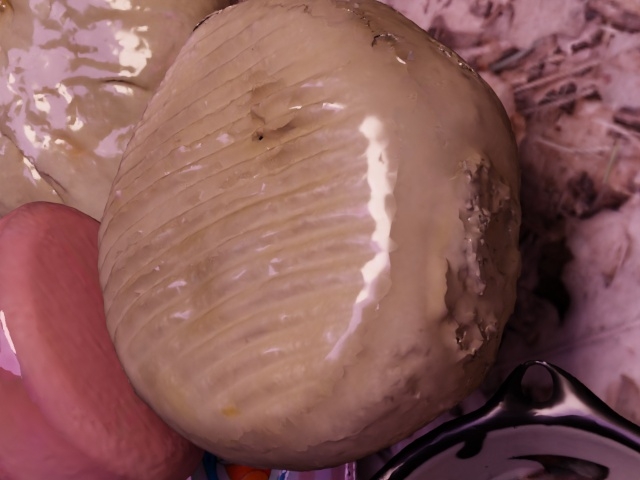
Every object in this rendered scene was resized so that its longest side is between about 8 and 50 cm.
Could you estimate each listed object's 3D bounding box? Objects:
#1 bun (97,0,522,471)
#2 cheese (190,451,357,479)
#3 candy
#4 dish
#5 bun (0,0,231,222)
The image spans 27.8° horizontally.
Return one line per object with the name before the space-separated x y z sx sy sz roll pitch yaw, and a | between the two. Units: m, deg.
bun | 0.000 0.000 0.907 0.326 0.234 0.362 -45 44 14
cheese | -0.032 0.215 1.030 0.189 0.074 0.286 -29 66 37
candy | -0.183 0.088 0.987 0.094 0.255 0.255 -30 64 20
dish | 0.140 0.245 0.813 0.303 0.120 0.303 -6 68 15
bun | -0.232 -0.151 1.164 0.361 0.213 0.361 -9 76 42
